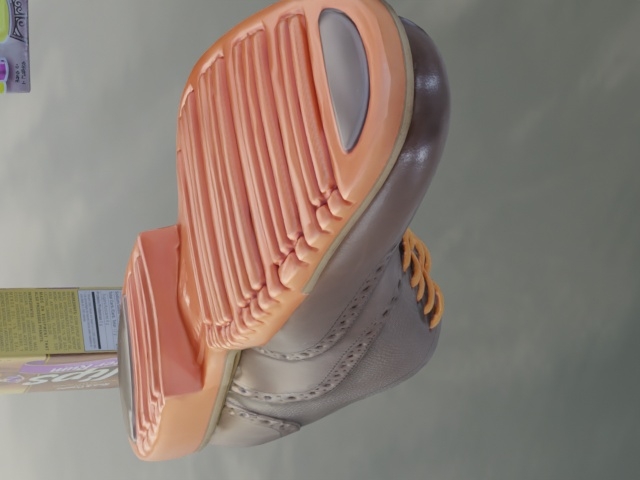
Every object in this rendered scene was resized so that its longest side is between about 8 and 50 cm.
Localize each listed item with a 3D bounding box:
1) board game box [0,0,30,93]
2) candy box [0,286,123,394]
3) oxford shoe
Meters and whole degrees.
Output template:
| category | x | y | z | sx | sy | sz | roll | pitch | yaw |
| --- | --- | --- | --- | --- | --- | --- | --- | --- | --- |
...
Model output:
| category | x | y | z | sx | sy | sz | roll | pitch | yaw |
| --- | --- | --- | --- | --- | --- | --- | --- | --- | --- |
| board game box | -0.272 | -0.255 | 0.924 | 0.056 | 0.208 | 0.347 | -137 | 46 | -73 |
| candy box | -0.194 | 0.071 | 1.136 | 0.109 | 0.186 | 0.053 | -34 | 60 | 55 |
| oxford shoe | 0.000 | 0.000 | 0.743 | 0.364 | 0.132 | 0.130 | 127 | 138 | -62 |
